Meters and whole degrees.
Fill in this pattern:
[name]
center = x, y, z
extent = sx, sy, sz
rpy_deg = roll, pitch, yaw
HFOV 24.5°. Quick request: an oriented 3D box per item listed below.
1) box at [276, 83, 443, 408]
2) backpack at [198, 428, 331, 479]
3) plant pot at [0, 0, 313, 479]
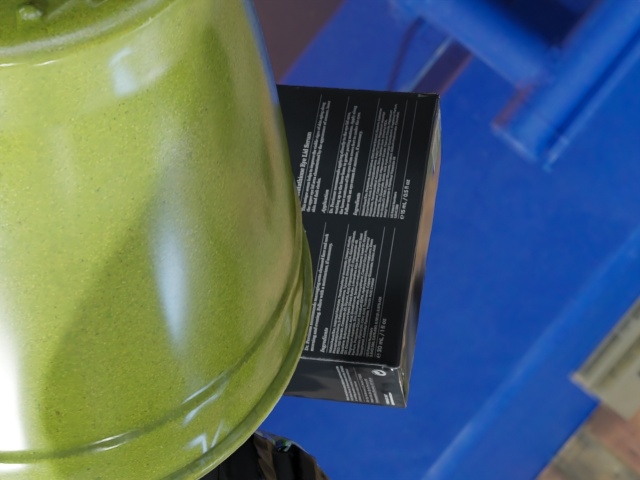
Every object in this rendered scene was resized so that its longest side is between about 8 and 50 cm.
[box]
center = 0.000, 0.000, 1.279
extent = 0.184, 0.261, 0.103
rpy_deg = 6, 154, 9
[backpack]
center = -0.110, 0.323, 1.225
extent = 0.290, 0.356, 0.273
rpy_deg = 30, 162, -36
[plant pot]
center = -0.176, -0.076, 0.850
extent = 0.366, 0.366, 0.353
rpy_deg = 41, 151, 23
